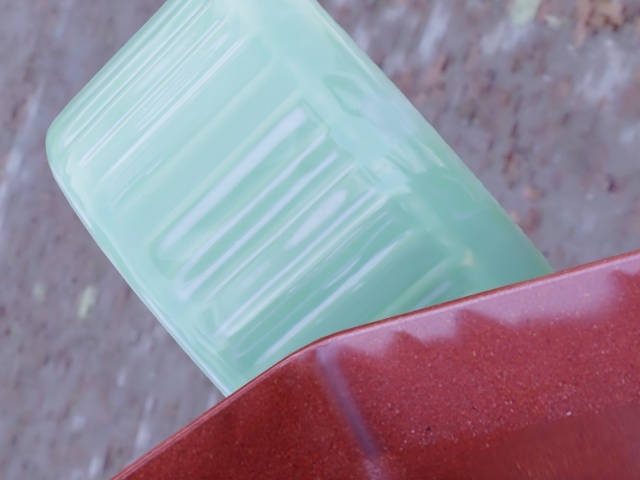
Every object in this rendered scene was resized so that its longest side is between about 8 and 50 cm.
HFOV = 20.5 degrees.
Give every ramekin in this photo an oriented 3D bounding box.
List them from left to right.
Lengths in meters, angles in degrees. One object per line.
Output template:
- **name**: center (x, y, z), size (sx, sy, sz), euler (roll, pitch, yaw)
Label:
- **ramekin**: center (0.000, 0.000, 0.903), size (0.148, 0.303, 0.303), euler (-42, 32, 2)

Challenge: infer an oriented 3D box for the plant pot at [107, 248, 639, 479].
- **plant pot**: center (0.050, 0.163, 0.453), size (0.267, 0.267, 0.235), euler (-18, 101, 47)
